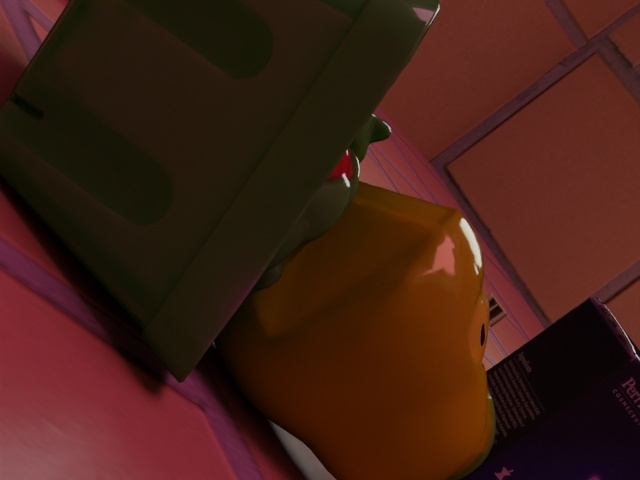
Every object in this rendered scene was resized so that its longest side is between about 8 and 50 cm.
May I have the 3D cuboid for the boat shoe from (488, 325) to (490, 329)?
[{"bbox_3d":[0.112,0.080,1.744,0.109,0.098,0.302,48,9,-29],"label":"boat shoe"}]

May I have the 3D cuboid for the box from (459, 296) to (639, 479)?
[{"bbox_3d":[0.164,0.168,1.247,0.153,0.207,0.108,50,8,-22],"label":"box"}]

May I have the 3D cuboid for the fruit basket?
[{"bbox_3d":[0.001,-0.027,1.074,0.392,0.283,0.392,34,10,-7],"label":"fruit basket"}]

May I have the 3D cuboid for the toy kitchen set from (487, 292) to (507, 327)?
[{"bbox_3d":[0.182,0.083,2.233,0.068,0.075,0.083,54,3,19],"label":"toy kitchen set"}]
